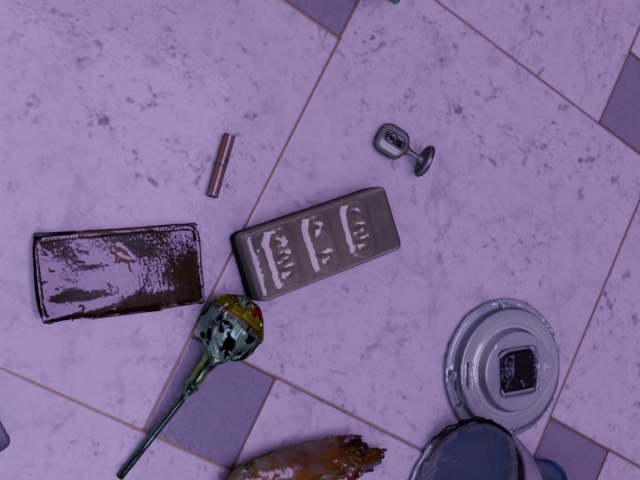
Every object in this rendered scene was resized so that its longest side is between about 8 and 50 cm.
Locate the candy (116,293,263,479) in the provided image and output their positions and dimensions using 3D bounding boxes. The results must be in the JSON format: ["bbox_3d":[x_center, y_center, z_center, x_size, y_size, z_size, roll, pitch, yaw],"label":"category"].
[{"bbox_3d":[-0.190,0.204,1.289,0.091,0.083,0.305,42,82,-22],"label":"candy"}]

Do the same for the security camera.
[{"bbox_3d":[0.127,-0.143,1.439,0.092,0.058,0.058,26,80,-15],"label":"security camera"}]

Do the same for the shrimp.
[{"bbox_3d":[-0.024,0.367,1.372,0.294,0.062,0.154,-16,110,-21],"label":"shrimp"}]

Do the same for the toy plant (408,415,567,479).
[{"bbox_3d":[0.327,0.444,1.461,0.332,0.247,0.247,32,78,-29],"label":"toy plant"}]

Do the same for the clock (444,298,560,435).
[{"bbox_3d":[0.313,0.215,1.529,0.236,0.053,0.237,0,90,-24],"label":"clock"}]

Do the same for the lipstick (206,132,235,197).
[{"bbox_3d":[-0.143,-0.107,1.326,0.019,0.019,0.094,18,83,-24],"label":"lipstick"}]

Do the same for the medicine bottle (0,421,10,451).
[{"bbox_3d":[-0.551,0.292,1.090,0.351,0.110,0.110,-31,103,-22],"label":"medicine bottle"}]

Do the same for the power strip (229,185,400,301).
[{"bbox_3d":[0.000,0.000,1.368,0.256,0.070,0.105,-21,100,-25],"label":"power strip"}]

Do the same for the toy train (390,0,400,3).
[{"bbox_3d":[0.075,-0.421,1.396,0.149,0.081,0.099,19,83,-19],"label":"toy train"}]

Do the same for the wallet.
[{"bbox_3d":[-0.273,0.042,1.262,0.232,0.031,0.122,-5,89,-27],"label":"wallet"}]
